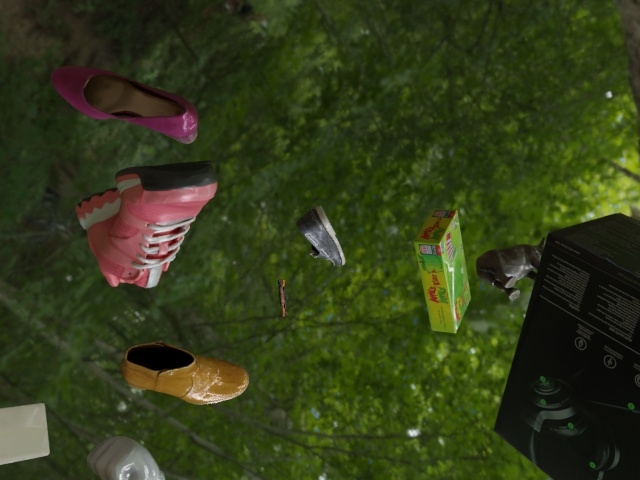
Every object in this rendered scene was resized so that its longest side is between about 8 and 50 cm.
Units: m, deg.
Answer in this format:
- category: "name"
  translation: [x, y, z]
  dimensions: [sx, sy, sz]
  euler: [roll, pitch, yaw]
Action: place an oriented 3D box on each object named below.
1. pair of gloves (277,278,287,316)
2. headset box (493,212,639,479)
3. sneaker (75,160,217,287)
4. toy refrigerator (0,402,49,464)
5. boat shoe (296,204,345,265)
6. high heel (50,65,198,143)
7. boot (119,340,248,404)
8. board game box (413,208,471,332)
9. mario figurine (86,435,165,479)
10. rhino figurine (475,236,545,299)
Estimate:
- category: "pair of gloves"
  translation: [-0.077, 0.114, 1.378]
  dimensions: [0.010, 0.074, 0.083]
  euler: [-5, 178, 2]
- category: "headset box"
  translation: [0.329, 0.154, 0.688]
  dimensions: [0.131, 0.282, 0.246]
  euler: [-13, -149, -34]
- category: "sneaker"
  translation: [-0.207, -0.013, 0.863]
  dimensions: [0.116, 0.136, 0.314]
  euler: [-11, 177, -36]
- category: "toy refrigerator"
  translation: [-0.558, 0.303, 1.027]
  dimensions: [0.102, 0.270, 0.094]
  euler: [-19, -105, 33]
- category: "boat shoe"
  translation: [0.000, 0.000, 1.402]
  dimensions: [0.065, 0.206, 0.075]
  euler: [-26, -120, -1]
- category: "high heel"
  translation: [-0.458, -0.342, 1.593]
  dimensions: [0.181, 0.378, 0.127]
  euler: [124, -16, -79]
- category: "boot"
  translation: [-0.279, 0.283, 1.477]
  dimensions: [0.211, 0.295, 0.104]
  euler: [131, -38, -61]
- category: "board game box"
  translation: [0.198, 0.049, 1.097]
  dimensions: [0.043, 0.181, 0.092]
  euler: [4, -142, 29]
- category: "mario figurine"
  translation: [-0.175, 0.281, 0.567]
  dimensions: [0.170, 0.198, 0.320]
  euler: [-25, 164, -7]
- category: "rhino figurine"
  translation: [0.413, 0.046, 1.379]
  dimensions: [0.243, 0.073, 0.106]
  euler: [-12, -141, -34]
